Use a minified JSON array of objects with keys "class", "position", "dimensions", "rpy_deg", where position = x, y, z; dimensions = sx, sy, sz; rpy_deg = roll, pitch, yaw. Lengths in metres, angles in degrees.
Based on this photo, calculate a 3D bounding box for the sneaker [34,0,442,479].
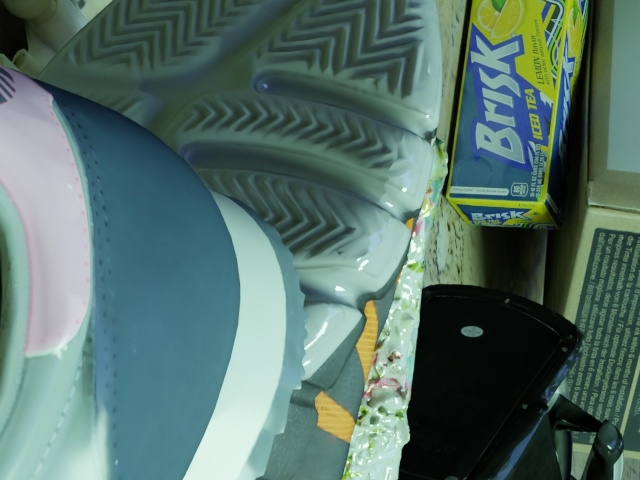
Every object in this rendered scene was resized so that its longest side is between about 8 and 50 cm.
[{"class":"sneaker","position":[-0.038,0.068,0.593],"dimensions":[0.180,0.124,0.321],"rpy_deg":[62,46,-64]}]

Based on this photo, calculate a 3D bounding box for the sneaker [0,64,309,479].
[{"class":"sneaker","position":[-0.120,0.108,0.395],"dimensions":[0.131,0.112,0.319],"rpy_deg":[39,69,-51]}]

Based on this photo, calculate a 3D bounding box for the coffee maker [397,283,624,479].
[{"class":"coffee maker","position":[0.060,0.136,0.934],"dimensions":[0.171,0.120,0.178],"rpy_deg":[-31,133,-16]}]

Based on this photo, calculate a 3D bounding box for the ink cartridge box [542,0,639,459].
[{"class":"ink cartridge box","position":[0.186,-0.018,1.157],"dimensions":[0.235,0.088,0.193],"rpy_deg":[-78,176,-47]}]

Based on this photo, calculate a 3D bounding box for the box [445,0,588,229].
[{"class":"box","position":[0.113,-0.094,1.095],"dimensions":[0.054,0.059,0.169],"rpy_deg":[42,53,-66]}]

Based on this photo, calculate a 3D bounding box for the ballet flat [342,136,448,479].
[{"class":"ballet flat","position":[0.000,0.000,0.779],"dimensions":[0.077,0.091,0.241],"rpy_deg":[10,79,-46]}]

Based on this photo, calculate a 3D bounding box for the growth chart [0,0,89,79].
[{"class":"growth chart","position":[-0.091,0.037,0.614],"dimensions":[0.172,0.021,0.237],"rpy_deg":[64,34,-53]}]
